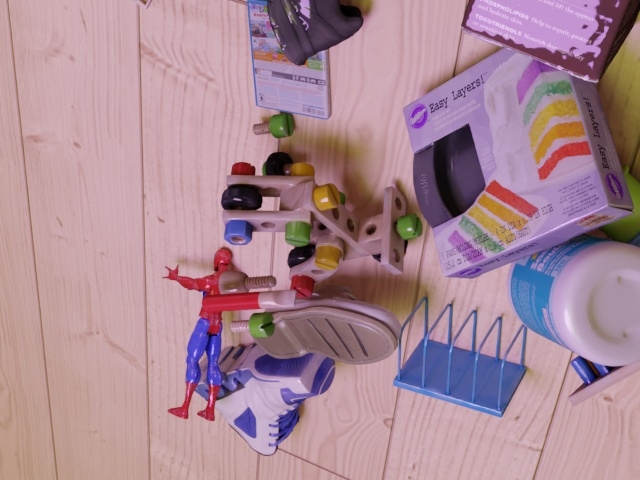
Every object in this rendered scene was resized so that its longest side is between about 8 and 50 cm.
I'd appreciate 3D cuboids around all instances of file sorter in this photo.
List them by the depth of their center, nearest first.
[{"bbox_3d":[0.210,0.166,1.605,0.170,0.118,0.104,14,125,22],"label":"file sorter"}]

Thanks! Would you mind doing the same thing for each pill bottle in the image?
[{"bbox_3d":[0.326,0.064,1.371,0.146,0.146,0.264,52,176,-10],"label":"pill bottle"}]

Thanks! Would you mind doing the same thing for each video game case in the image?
[{"bbox_3d":[-0.043,-0.256,1.527,0.119,0.015,0.166,14,128,23],"label":"video game case"}]

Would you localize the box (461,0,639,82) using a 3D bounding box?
[{"bbox_3d":[0.279,-0.316,1.182,0.167,0.168,0.203,25,130,15],"label":"box"}]

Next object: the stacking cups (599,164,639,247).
[{"bbox_3d":[0.431,-0.006,1.378,0.316,0.096,0.096,38,133,-4],"label":"stacking cups"}]

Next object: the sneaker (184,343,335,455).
[{"bbox_3d":[-0.074,0.268,1.858,0.315,0.127,0.182,-14,118,45],"label":"sneaker"}]

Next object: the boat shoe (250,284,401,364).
[{"bbox_3d":[0.016,0.117,1.660,0.302,0.103,0.113,-2,127,48],"label":"boat shoe"}]

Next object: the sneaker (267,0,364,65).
[{"bbox_3d":[-0.033,-0.368,1.377,0.130,0.109,0.286,-20,126,9],"label":"sneaker"}]

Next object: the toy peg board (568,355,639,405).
[{"bbox_3d":[0.403,0.125,1.438,0.079,0.160,0.161,55,133,8],"label":"toy peg board"}]

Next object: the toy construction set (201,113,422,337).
[{"bbox_3d":[0.000,0.000,1.507,0.237,0.309,0.257,-5,127,28],"label":"toy construction set"}]

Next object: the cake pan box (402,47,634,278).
[{"bbox_3d":[0.232,-0.104,1.346,0.267,0.070,0.246,-26,67,42],"label":"cake pan box"}]

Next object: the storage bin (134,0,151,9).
[{"bbox_3d":[-0.253,-0.496,1.410,0.262,0.123,0.260,39,133,2],"label":"storage bin"}]

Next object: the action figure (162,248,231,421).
[{"bbox_3d":[-0.208,0.147,1.814,0.139,0.091,0.280,13,90,50],"label":"action figure"}]
